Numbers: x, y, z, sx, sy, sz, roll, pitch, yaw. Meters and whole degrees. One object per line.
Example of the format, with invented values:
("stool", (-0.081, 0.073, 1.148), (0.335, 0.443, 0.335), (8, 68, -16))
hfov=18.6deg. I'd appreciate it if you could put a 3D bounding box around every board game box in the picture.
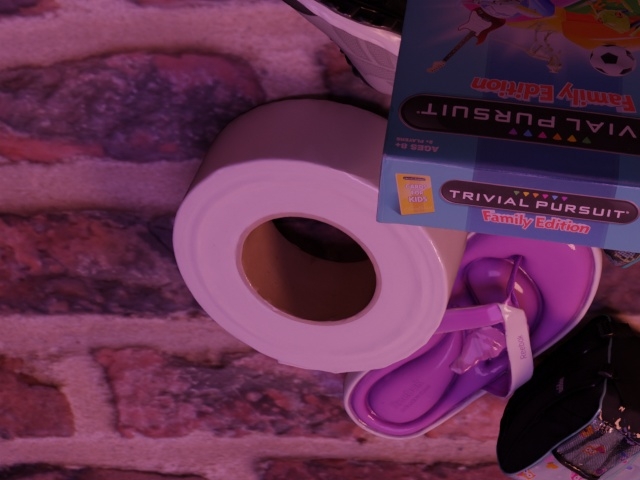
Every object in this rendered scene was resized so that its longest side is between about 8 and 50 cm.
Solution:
("board game box", (0.191, -0.146, 1.605), (0.254, 0.336, 0.079), (7, 137, 3))

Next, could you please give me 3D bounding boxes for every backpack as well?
("backpack", (0.281, 0.194, 2.080), (0.144, 0.166, 0.188), (37, 126, -23))

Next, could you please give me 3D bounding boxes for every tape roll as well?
("tape roll", (0.000, 0.000, 1.946), (0.286, 0.100, 0.286), (10, 134, 11))

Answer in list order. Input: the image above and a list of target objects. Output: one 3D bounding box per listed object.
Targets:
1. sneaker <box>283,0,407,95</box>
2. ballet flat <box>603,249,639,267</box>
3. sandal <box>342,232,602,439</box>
("sneaker", (0.043, -0.191, 1.765), (0.271, 0.100, 0.108), (30, 140, -21))
("ballet flat", (0.346, -0.033, 1.904), (0.188, 0.070, 0.070), (-31, 124, 32))
("sandal", (0.163, 0.113, 2.065), (0.169, 0.102, 0.416), (23, 136, -14))
